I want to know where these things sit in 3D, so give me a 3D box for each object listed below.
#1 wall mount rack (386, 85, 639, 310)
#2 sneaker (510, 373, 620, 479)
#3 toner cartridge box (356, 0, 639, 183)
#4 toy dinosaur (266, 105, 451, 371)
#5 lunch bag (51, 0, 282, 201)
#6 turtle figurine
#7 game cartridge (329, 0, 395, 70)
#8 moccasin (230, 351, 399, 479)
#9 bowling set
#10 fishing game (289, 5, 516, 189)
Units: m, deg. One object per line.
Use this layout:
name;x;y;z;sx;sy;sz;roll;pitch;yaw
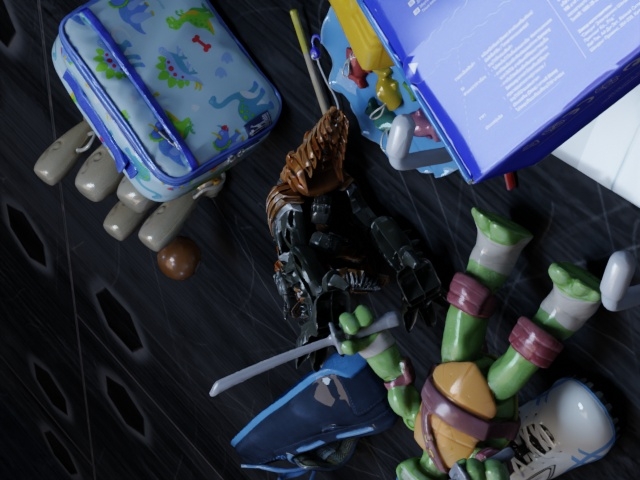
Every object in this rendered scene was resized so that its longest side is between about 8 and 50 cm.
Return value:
wall mount rack;0.188;-0.136;0.876;0.350;0.130;0.304;36;119;33
sneaker;0.199;0.191;1.252;0.085;0.086;0.237;55;152;7
toner cartridge box;0.172;-0.191;0.739;0.348;0.075;0.165;-40;74;42
toy dinosaur;0.000;0.000;1.323;0.218;0.164;0.322;59;180;34
lunch bag;-0.160;-0.160;1.370;0.219;0.176;0.090;56;154;3
turtle figurine;0.099;0.112;1.110;0.275;0.266;0.198;24;-167;-22
game cartridge;0.021;-0.325;0.924;0.323;0.053;0.285;107;145;-56
moccasin;-0.014;0.234;1.604;0.117;0.138;0.342;50;154;4
bowling set;-0.191;-0.068;1.602;0.287;0.154;0.200;18;153;49
fishing game;0.060;-0.133;1.183;0.264;0.041;0.189;26;143;45
